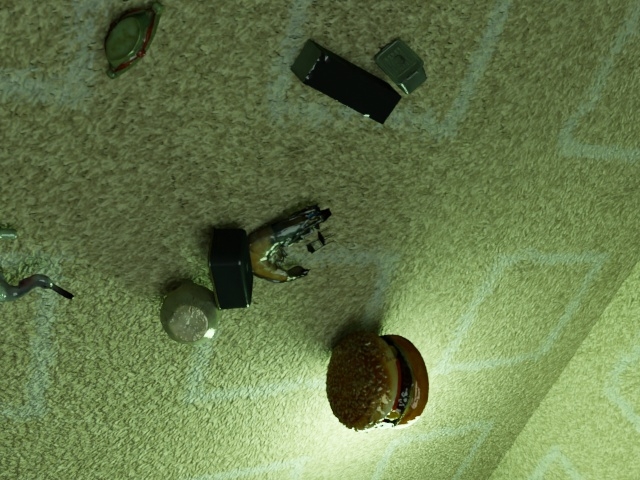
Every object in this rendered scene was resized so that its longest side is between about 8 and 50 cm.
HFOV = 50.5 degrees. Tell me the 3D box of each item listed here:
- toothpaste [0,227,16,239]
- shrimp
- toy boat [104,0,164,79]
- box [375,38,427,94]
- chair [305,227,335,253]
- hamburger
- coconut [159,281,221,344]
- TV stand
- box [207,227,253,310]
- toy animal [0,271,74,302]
[{"bbox_3d":[-0.776,-0.019,1.470,0.216,0.037,0.062,2,117,-27],"label":"toothpaste"},{"bbox_3d":[-0.072,0.020,1.874,0.290,0.054,0.222,-33,128,9],"label":"shrimp"},{"bbox_3d":[-0.379,-0.398,1.350,0.089,0.071,0.185,40,105,-2],"label":"toy boat"},{"bbox_3d":[0.198,-0.415,1.637,0.084,0.122,0.069,-38,148,6],"label":"box"},{"bbox_3d":[-0.001,-0.001,1.930,0.086,0.037,0.042,-29,148,-11],"label":"chair"},{"bbox_3d":[0.173,0.460,2.226,0.250,0.330,0.330,4,125,-38],"label":"hamburger"},{"bbox_3d":[-0.347,0.192,1.820,0.161,0.162,0.161,-2,106,-6],"label":"coconut"},{"bbox_3d":[0.064,-0.374,1.618,0.270,0.082,0.088,18,118,-38],"label":"TV stand"},{"bbox_3d":[-0.231,0.074,1.770,0.090,0.144,0.201,-2,130,1],"label":"box"},{"bbox_3d":[-0.761,0.109,1.550,0.324,0.090,0.195,-17,140,-4],"label":"toy animal"}]
